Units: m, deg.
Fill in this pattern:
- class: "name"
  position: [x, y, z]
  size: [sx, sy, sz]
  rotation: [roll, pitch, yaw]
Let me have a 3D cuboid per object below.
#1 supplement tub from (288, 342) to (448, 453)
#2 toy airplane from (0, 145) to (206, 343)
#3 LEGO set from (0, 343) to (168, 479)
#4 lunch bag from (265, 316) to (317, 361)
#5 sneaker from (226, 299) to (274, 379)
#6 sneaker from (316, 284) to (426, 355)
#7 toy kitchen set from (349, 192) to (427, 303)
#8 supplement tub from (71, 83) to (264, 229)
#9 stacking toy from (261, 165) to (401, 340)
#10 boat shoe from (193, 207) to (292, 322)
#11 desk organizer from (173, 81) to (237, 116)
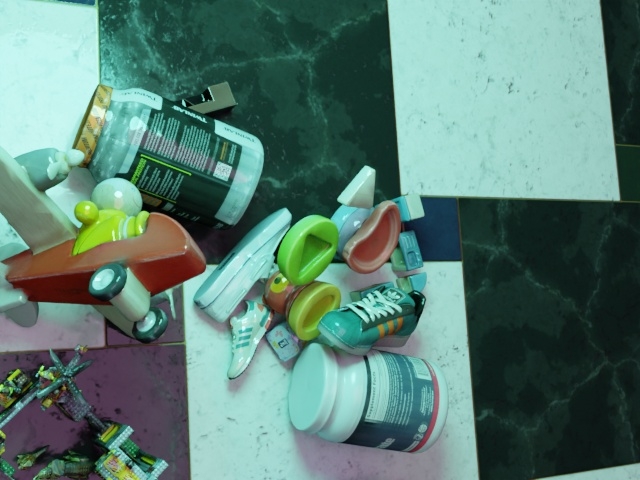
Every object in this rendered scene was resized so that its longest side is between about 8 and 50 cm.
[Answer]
- class: "supplement tub"
  position: [0.094, 0.307, 1.597]
  size: [0.272, 0.191, 0.191]
  rotation: [14, 77, -23]
- class: "toy airplane"
  position: [-0.392, 0.014, 1.347]
  size: [0.385, 0.386, 0.272]
  rotation: [24, 57, -9]
- class: "LEGO set"
  position: [-0.417, 0.358, 1.347]
  size: [0.255, 0.192, 0.331]
  rotation: [-37, 99, -25]
- class: "lunch bag"
  position: [-0.060, 0.191, 1.619]
  size: [0.083, 0.053, 0.071]
  rotation: [-34, 94, -20]
- class: "sneaker"
  position: [-0.155, 0.188, 1.578]
  size: [0.075, 0.057, 0.161]
  rotation: [31, 69, -7]
- class: "sneaker"
  position: [0.105, 0.140, 1.571]
  size: [0.302, 0.108, 0.121]
  rotation: [3, 121, -58]
- class: "toy kitchen set"
  position: [0.134, 0.026, 1.696]
  size: [0.166, 0.122, 0.207]
  rotation: [-15, 89, -26]
- class: "supplement tub"
  position: [-0.280, -0.155, 1.488]
  size: [0.316, 0.194, 0.193]
  rotation: [21, 74, -22]
- class: "stacking toy"
  position: [0.000, 0.000, 1.544]
  size: [0.309, 0.130, 0.279]
  rotation: [-45, 144, -20]
- class: "boat shoe"
  position: [-0.136, 0.048, 1.592]
  size: [0.258, 0.095, 0.084]
  rotation: [-47, 107, -13]
- class: "desk organizer"
  position: [-0.236, -0.268, 1.607]
  size: [0.130, 0.047, 0.050]
  rotation: [-22, 90, -26]
